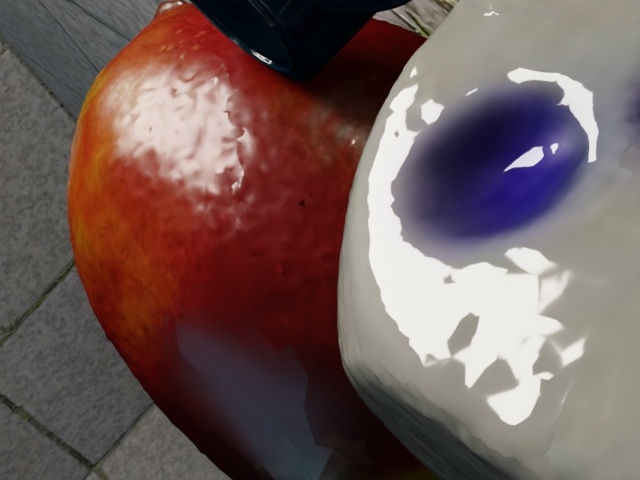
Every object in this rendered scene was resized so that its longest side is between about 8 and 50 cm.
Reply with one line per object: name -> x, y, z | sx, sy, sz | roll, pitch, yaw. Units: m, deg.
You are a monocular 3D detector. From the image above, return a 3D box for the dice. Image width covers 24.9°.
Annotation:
dice -> 0.180, 0.028, 0.465 | 0.243, 0.251, 0.259 | 47, 170, -38

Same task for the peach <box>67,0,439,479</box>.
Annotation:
peach -> 0.000, 0.000, 0.824 | 0.338, 0.281, 0.281 | 49, 176, 31

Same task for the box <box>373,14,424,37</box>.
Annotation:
box -> 0.060, -0.026, 1.059 | 0.349, 0.141, 0.289 | 47, 171, -27

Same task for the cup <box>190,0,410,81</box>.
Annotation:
cup -> 0.004, -0.160, 0.674 | 0.113, 0.138, 0.150 | 43, 171, -9
